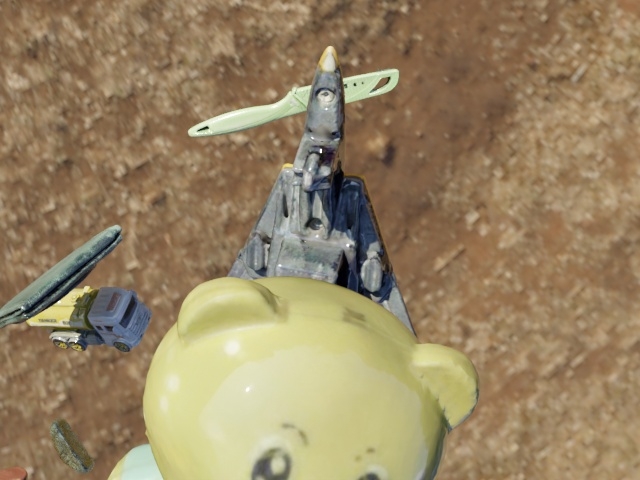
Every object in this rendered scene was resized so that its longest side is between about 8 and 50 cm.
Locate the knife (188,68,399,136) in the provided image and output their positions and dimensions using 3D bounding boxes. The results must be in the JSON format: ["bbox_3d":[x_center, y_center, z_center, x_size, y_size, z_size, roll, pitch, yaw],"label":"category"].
[{"bbox_3d":[-0.037,-0.182,1.859,0.293,0.020,0.043,-13,123,6],"label":"knife"}]

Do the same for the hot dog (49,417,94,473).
[{"bbox_3d":[-0.363,0.300,2.017,0.034,0.090,0.030,-39,174,25],"label":"hot dog"}]

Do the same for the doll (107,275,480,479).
[{"bbox_3d":[-0.033,0.137,0.820,0.177,0.161,0.261,19,127,-13],"label":"doll"}]

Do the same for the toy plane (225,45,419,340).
[{"bbox_3d":[-0.002,0.009,1.010,0.204,0.103,0.316,9,136,6],"label":"toy plane"}]

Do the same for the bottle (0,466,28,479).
[{"bbox_3d":[-0.350,0.375,1.595,0.104,0.104,0.245,-6,108,-22],"label":"bottle"}]

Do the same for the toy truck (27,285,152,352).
[{"bbox_3d":[-0.235,0.074,1.406,0.123,0.052,0.063,0,142,29],"label":"toy truck"}]

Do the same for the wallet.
[{"bbox_3d":[-0.241,0.038,1.297,0.129,0.088,0.026,-43,102,-32],"label":"wallet"}]
